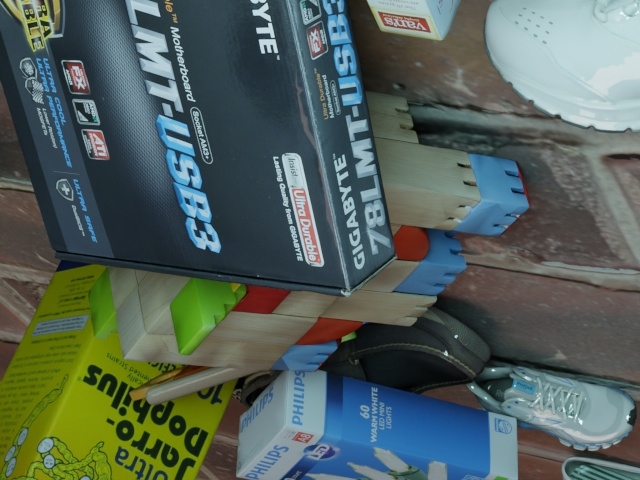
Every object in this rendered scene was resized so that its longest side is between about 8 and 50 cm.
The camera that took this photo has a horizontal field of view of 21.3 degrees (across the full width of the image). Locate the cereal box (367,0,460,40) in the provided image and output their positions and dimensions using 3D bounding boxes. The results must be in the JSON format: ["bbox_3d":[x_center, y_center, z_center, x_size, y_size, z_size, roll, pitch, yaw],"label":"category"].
[{"bbox_3d":[0.046,-0.242,0.883,0.047,0.173,0.240,12,155,25],"label":"cereal box"}]

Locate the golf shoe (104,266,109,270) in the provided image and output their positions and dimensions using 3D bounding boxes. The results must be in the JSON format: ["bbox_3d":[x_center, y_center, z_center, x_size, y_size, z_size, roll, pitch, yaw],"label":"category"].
[{"bbox_3d":[-0.157,0.059,1.827,0.105,0.120,0.273,29,163,32],"label":"golf shoe"}]

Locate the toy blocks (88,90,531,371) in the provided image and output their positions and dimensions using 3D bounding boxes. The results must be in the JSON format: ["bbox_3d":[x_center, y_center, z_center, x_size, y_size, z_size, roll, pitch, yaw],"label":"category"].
[{"bbox_3d":[0.000,0.000,1.446,0.261,0.190,0.381,7,144,-31],"label":"toy blocks"}]

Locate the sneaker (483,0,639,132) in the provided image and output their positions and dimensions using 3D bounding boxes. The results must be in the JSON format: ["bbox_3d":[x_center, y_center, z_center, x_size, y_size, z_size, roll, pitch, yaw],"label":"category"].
[{"bbox_3d":[0.243,-0.136,1.065,0.297,0.111,0.129,8,139,23],"label":"sneaker"}]

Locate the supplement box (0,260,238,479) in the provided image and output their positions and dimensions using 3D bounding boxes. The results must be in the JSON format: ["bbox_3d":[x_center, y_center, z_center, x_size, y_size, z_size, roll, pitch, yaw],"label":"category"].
[{"bbox_3d":[-0.252,0.206,1.957,0.194,0.356,0.195,34,156,-27],"label":"supplement box"}]

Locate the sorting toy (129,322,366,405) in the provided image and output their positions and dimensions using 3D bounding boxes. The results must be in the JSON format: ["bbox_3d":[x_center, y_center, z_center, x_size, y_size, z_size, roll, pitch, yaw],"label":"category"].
[{"bbox_3d":[-0.069,0.099,1.732,0.348,0.196,0.047,-21,95,30],"label":"sorting toy"}]

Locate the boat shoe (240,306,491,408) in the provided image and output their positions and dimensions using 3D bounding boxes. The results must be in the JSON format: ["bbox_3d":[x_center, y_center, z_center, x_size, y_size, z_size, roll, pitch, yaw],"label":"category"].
[{"bbox_3d":[0.042,0.147,1.836,0.132,0.130,0.355,35,155,-28],"label":"boat shoe"}]

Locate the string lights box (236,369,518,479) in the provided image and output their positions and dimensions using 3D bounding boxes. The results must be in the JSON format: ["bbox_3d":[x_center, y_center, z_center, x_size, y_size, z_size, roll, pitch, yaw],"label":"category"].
[{"bbox_3d":[0.058,0.212,1.754,0.260,0.076,0.133,15,145,-19],"label":"string lights box"}]

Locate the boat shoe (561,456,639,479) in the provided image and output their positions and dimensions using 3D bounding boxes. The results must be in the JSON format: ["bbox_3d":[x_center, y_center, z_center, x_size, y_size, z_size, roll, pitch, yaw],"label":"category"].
[{"bbox_3d":[0.375,0.304,1.937,0.226,0.083,0.076,10,156,31],"label":"boat shoe"}]

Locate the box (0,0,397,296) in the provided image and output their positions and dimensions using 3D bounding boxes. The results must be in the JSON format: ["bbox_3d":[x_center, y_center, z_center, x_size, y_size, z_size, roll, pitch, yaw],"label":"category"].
[{"bbox_3d":[-0.105,-0.116,1.197,0.293,0.073,0.295,8,120,38],"label":"box"}]

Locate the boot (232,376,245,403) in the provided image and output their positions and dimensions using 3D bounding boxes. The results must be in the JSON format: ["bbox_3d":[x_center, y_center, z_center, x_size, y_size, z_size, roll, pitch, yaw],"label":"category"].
[{"bbox_3d":[-0.002,0.205,2.079,0.236,0.085,0.178,-2,145,48],"label":"boot"}]

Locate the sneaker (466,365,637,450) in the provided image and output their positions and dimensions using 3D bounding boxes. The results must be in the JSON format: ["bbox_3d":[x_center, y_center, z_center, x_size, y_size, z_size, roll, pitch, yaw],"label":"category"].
[{"bbox_3d":[0.233,0.168,1.766,0.191,0.071,0.083,6,161,34],"label":"sneaker"}]
